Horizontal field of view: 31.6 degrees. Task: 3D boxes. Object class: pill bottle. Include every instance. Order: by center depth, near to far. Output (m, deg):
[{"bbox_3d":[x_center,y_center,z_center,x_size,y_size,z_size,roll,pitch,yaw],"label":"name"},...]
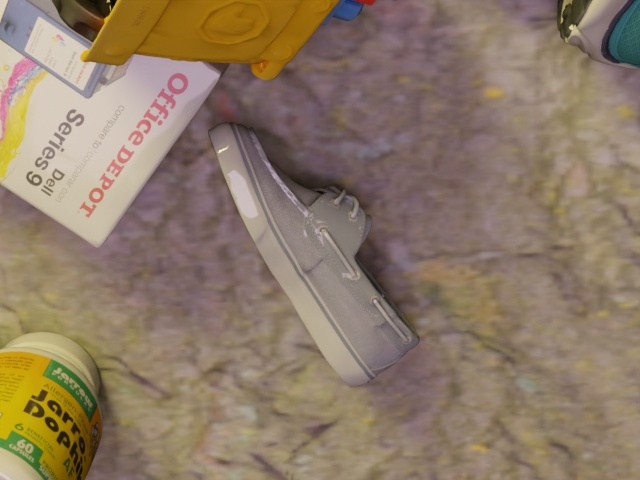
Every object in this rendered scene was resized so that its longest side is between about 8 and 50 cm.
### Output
[{"bbox_3d":[-0.220,0.147,0.801,0.118,0.208,0.117,1,110,2],"label":"pill bottle"}]

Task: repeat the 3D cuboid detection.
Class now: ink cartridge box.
[{"bbox_3d":[-0.189,-0.121,0.767,0.212,0.093,0.154,35,106,-12],"label":"ink cartridge box"}]

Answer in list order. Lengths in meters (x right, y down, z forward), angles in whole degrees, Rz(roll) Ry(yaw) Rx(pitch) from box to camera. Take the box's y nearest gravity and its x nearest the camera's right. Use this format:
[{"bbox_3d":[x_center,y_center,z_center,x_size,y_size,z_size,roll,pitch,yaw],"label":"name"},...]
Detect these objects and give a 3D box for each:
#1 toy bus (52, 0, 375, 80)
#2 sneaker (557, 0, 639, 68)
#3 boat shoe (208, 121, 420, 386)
[{"bbox_3d":[-0.049,-0.213,0.697,0.211,0.220,0.149,6,149,-29],"label":"toy bus"},{"bbox_3d":[0.249,-0.234,0.715,0.110,0.107,0.275,16,123,-11],"label":"sneaker"},{"bbox_3d":[0.000,0.001,0.820,0.081,0.079,0.227,-30,111,2],"label":"boat shoe"}]
